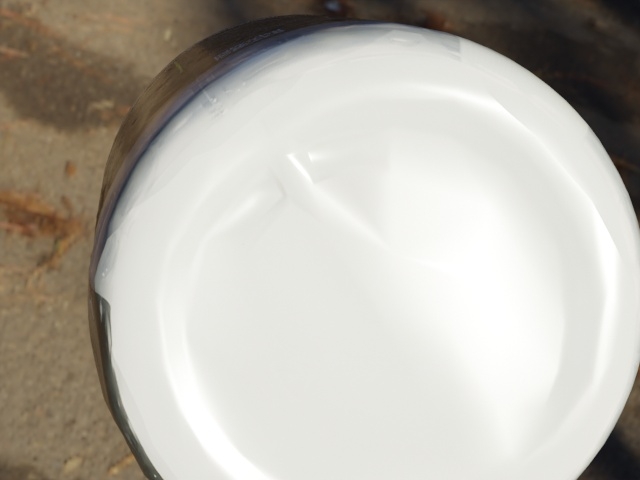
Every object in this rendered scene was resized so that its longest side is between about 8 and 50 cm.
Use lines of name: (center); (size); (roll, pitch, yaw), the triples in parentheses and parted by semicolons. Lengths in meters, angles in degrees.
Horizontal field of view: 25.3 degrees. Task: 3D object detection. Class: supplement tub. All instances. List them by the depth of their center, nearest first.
supplement tub: (0.000, 0.000, 0.656); (0.207, 0.207, 0.338); (15, 8, -10)
